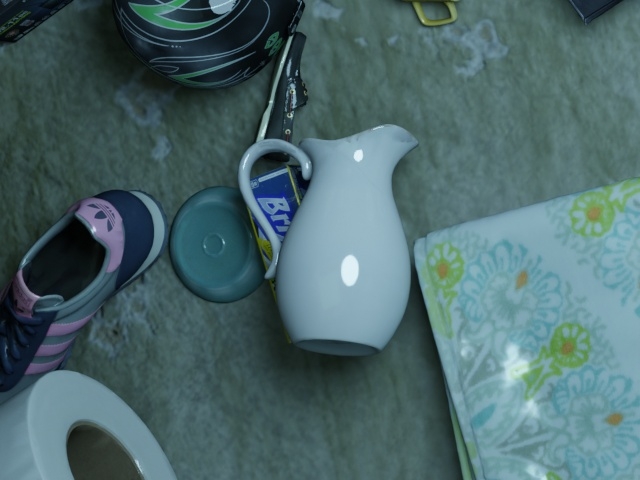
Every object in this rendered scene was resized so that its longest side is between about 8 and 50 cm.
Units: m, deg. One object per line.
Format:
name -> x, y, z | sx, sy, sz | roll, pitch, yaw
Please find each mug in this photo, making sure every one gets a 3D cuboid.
mug -> 0.099, -0.248, 1.872 | 0.064, 0.062, 0.078 | -6, 83, 30

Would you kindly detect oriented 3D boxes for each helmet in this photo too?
helmet -> -0.116, -0.227, 1.906 | 0.161, 0.169, 0.169 | -39, 76, 2

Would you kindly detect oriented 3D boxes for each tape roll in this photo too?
tape roll -> -0.267, 0.273, 1.936 | 0.169, 0.246, 0.246 | -33, 79, 19

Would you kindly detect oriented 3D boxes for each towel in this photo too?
towel -> 0.282, 0.105, 1.778 | 0.374, 0.090, 0.320 | -15, 86, 26

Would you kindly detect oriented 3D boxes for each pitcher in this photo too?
pitcher -> 0.000, 0.000, 1.846 | 0.178, 0.125, 0.207 | -1, 76, 21

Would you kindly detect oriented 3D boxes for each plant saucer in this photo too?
plant saucer -> -0.105, 0.004, 1.982 | 0.119, 0.021, 0.119 | 1, 92, 23

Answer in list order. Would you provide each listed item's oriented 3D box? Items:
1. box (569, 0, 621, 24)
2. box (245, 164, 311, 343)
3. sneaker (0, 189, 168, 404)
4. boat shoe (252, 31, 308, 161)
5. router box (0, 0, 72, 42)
box -> 0.274, -0.389, 1.722 | 0.293, 0.073, 0.295 | -32, 108, 18
box -> -0.022, 0.013, 1.930 | 0.059, 0.054, 0.169 | -20, 84, 22
sneaker -> -0.296, 0.068, 2.003 | 0.112, 0.131, 0.319 | 45, 108, 16
boat shoe -> -0.034, -0.143, 1.939 | 0.042, 0.049, 0.133 | 13, 90, -6
router box -> -0.303, -0.253, 2.020 | 0.122, 0.092, 0.038 | -33, 79, 20
